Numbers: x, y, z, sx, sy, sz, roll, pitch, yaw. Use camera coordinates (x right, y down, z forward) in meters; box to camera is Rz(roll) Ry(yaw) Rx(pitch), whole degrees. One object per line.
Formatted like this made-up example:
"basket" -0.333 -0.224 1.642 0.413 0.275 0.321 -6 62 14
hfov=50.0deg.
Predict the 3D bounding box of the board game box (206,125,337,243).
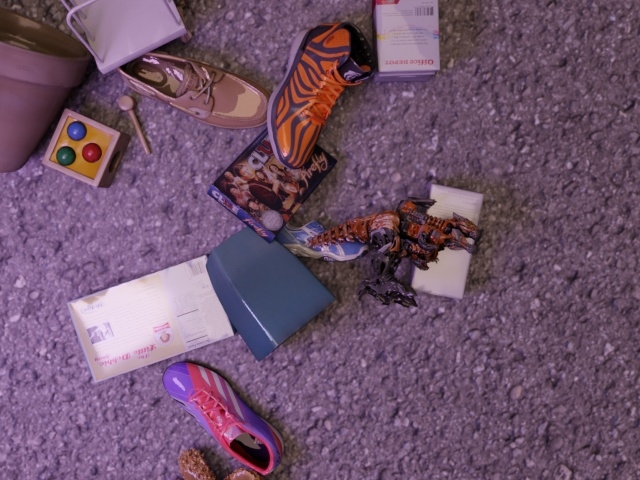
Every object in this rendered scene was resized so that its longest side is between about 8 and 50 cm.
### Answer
"board game box" -0.095 -0.132 1.423 0.165 0.042 0.243 38 59 -2

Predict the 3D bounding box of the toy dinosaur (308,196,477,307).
"toy dinosaur" 0.149 0.017 1.396 0.322 0.164 0.218 -3 74 31

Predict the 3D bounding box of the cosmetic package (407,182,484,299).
"cosmetic package" 0.266 0.000 1.471 0.118 0.085 0.231 12 94 1

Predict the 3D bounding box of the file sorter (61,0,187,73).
"file sorter" -0.421 -0.519 1.357 0.193 0.173 0.277 -26 66 1

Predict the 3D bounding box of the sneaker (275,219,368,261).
"sneaker" 0.000 0.000 1.472 0.211 0.080 0.081 6 96 -1

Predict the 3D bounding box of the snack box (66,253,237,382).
"snack box" -0.363 0.168 1.489 0.322 0.060 0.187 -19 91 1

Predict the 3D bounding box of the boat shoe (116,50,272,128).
"boat shoe" -0.264 -0.318 1.444 0.341 0.110 0.121 14 92 0

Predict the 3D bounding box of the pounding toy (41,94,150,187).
"pounding toy" -0.456 -0.219 1.456 0.181 0.094 0.206 24 93 -1

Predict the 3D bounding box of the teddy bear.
"teddy bear" -0.263 0.579 1.496 0.338 0.113 0.245 -37 85 9

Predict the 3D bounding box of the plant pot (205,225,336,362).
"plant pot" -0.121 0.097 1.416 0.165 0.165 0.234 -37 85 -26

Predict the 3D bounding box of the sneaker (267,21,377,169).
"sneaker" 0.005 -0.301 1.375 0.180 0.125 0.320 0 75 43

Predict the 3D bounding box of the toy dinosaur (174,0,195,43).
"toy dinosaur" -0.291 -0.565 1.461 0.118 0.064 0.268 -12 89 7

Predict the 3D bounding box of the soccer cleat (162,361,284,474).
"soccer cleat" -0.209 0.377 1.469 0.318 0.116 0.108 41 92 -2

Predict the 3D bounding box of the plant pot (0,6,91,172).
"plant pot" -0.655 -0.298 1.371 0.323 0.323 0.280 23 108 -1

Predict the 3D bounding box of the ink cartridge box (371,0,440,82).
"ink cartridge box" 0.175 -0.426 1.430 0.128 0.127 0.176 -1 92 -1
